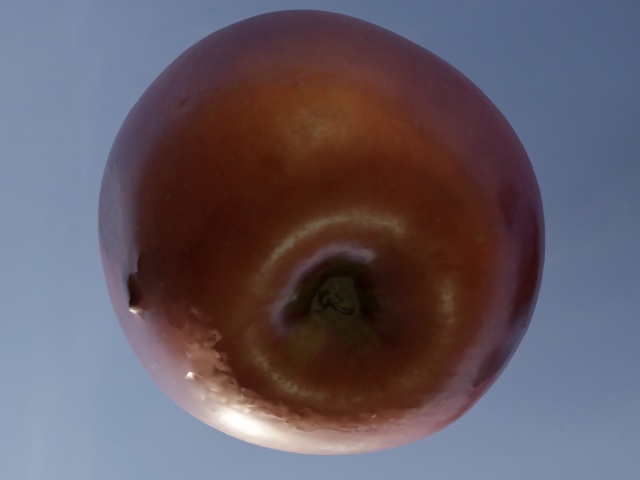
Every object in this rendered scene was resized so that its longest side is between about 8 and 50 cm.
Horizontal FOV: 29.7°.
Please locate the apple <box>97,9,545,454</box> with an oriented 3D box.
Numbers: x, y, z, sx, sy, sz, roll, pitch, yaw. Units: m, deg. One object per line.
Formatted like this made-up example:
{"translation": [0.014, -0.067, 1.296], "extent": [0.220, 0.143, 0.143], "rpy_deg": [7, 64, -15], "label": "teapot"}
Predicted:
{"translation": [0.000, 0.000, 0.428], "extent": [0.163, 0.139, 0.163], "rpy_deg": [-4, -72, -12], "label": "apple"}
